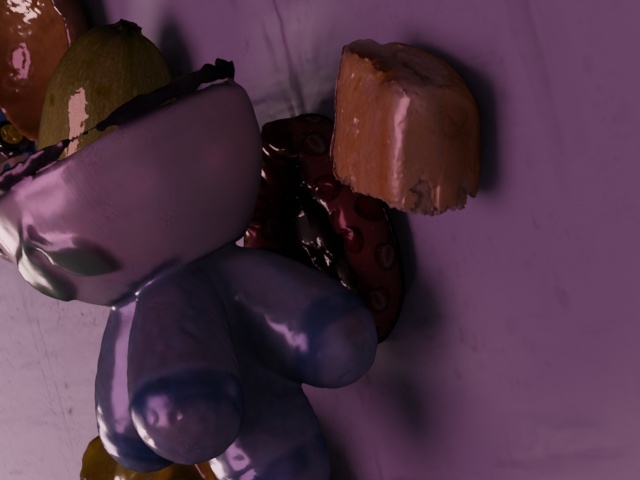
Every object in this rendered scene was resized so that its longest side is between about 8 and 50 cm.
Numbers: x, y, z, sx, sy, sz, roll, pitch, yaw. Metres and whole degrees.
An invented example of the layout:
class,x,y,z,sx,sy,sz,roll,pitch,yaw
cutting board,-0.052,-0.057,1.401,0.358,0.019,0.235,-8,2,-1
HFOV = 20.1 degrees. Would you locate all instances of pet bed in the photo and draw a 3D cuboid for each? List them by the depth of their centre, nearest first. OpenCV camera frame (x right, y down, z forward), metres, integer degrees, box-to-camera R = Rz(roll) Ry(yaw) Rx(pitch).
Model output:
class,x,y,z,sx,sy,sz,roll,pitch,yaw
pet bed,0.000,0.000,1.432,0.201,0.053,0.201,40,141,43

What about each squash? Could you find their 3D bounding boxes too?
class,x,y,z,sx,sy,sz,roll,pitch,yaw
squash,-0.192,-0.081,1.624,0.132,0.132,0.247,39,135,44

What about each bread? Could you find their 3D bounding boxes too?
class,x,y,z,sx,sy,sz,roll,pitch,yaw
bread,0.063,-0.079,1.272,0.125,0.082,0.106,42,127,56

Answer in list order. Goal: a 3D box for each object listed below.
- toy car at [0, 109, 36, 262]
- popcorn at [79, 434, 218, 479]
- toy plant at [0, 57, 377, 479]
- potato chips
class,x,y,z,sx,sy,sz,roll,pitch,yaw
toy car,-0.351,-0.055,1.921,0.161,0.098,0.126,61,145,17
popcorn,-0.094,0.261,1.590,0.286,0.174,0.225,-5,106,59
toy plant,-0.091,0.058,1.370,0.332,0.247,0.247,62,148,1
potato chips,-0.274,-0.195,1.770,0.195,0.062,0.208,47,139,28
